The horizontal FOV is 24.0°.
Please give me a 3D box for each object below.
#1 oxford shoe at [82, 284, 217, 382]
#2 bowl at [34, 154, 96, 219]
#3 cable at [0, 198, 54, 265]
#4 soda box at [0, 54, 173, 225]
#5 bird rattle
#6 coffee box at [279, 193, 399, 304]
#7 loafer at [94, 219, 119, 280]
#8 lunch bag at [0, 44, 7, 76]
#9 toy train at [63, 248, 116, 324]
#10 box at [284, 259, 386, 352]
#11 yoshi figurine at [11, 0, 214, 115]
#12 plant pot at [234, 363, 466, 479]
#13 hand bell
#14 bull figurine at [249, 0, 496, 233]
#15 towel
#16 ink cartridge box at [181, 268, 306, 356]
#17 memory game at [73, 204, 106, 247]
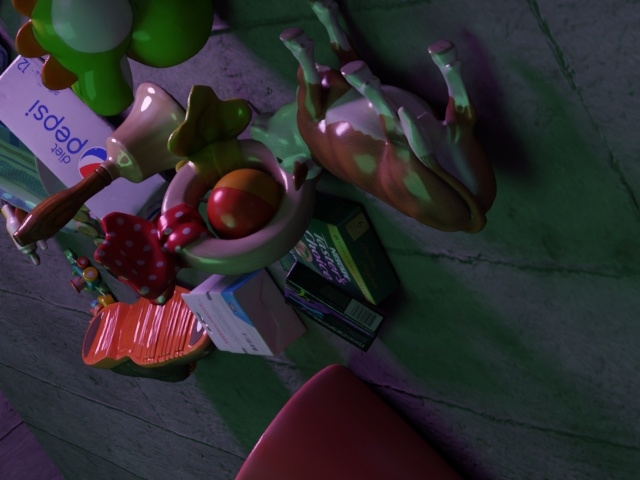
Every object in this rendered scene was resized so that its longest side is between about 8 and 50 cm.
[{"bbox_3d":[-0.226,0.148,2.274,0.132,0.130,0.363,25,163,-28],"label":"oxford shoe"},{"bbox_3d":[-0.320,-0.088,2.089,0.142,0.053,0.142,25,152,12],"label":"bowl"},{"bbox_3d":[-0.536,-0.091,2.510,0.287,0.072,0.139,51,153,0],"label":"cable"},{"bbox_3d":[-0.307,-0.120,1.957,0.286,0.098,0.091,42,-178,19],"label":"soda box"},{"bbox_3d":[-0.111,-0.039,1.575,0.207,0.253,0.143,9,139,25],"label":"bird rattle"},{"bbox_3d":[0.000,0.000,1.659,0.184,0.040,0.113,19,142,52],"label":"coffee box"},{"bbox_3d":[-0.287,0.012,2.210,0.061,0.062,0.170,33,154,27],"label":"loafer"},{"bbox_3d":[-0.539,-0.223,2.179,0.090,0.176,0.219,52,157,11],"label":"lunch bag"},{"bbox_3d":[-0.394,0.097,2.563,0.125,0.046,0.166,15,139,55],"label":"toy train"},{"bbox_3d":[0.014,0.077,1.685,0.116,0.029,0.162,32,171,5],"label":"box"},{"bbox_3d":[-0.200,-0.305,1.470,0.203,0.203,0.362,1,122,10],"label":"yoshi figurine"},{"bbox_3d":[0.045,0.325,1.822,0.243,0.275,0.275,32,153,16],"label":"plant pot"},{"bbox_3d":[-0.268,-0.071,1.798,0.126,0.242,0.126,42,157,22],"label":"hand bell"},{"bbox_3d":[0.038,-0.107,1.339,0.310,0.101,0.188,27,146,46],"label":"bull figurine"},{"bbox_3d":[-0.440,-0.103,2.266,0.209,0.034,0.285,28,157,-4],"label":"towel"},{"bbox_3d":[-0.104,0.092,1.978,0.104,0.060,0.180,56,157,-15],"label":"ink cartridge box"},{"bbox_3d":[-0.272,-0.013,2.099,0.186,0.012,0.186,18,152,10],"label":"memory game"}]
